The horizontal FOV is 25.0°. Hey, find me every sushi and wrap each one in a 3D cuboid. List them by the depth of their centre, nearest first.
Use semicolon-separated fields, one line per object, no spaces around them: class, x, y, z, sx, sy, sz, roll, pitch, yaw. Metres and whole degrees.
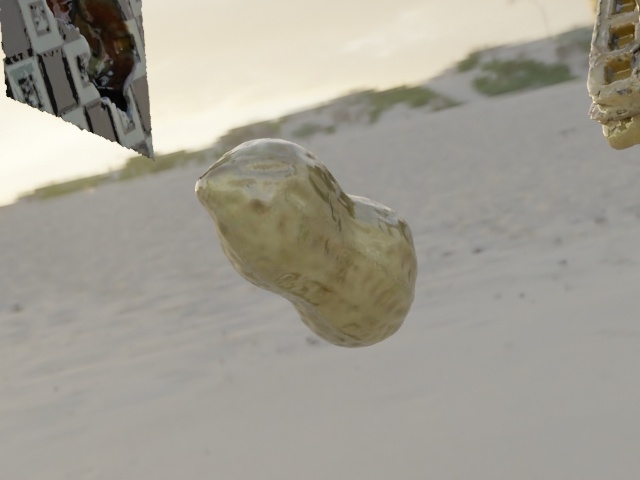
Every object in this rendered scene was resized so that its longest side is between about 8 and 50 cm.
sushi;-0.254;-0.233;1.348;0.059;0.294;0.292;-10;-13;18

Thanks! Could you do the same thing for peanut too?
peanut;0.000;0.000;1.139;0.123;0.123;0.256;-15;-33;23

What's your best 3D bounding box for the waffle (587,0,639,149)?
waffle;0.450;-0.286;1.704;0.261;0.376;0.114;-15;-46;30

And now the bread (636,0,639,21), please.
bread;0.376;-0.244;1.325;0.123;0.230;0.230;10;-12;-24
